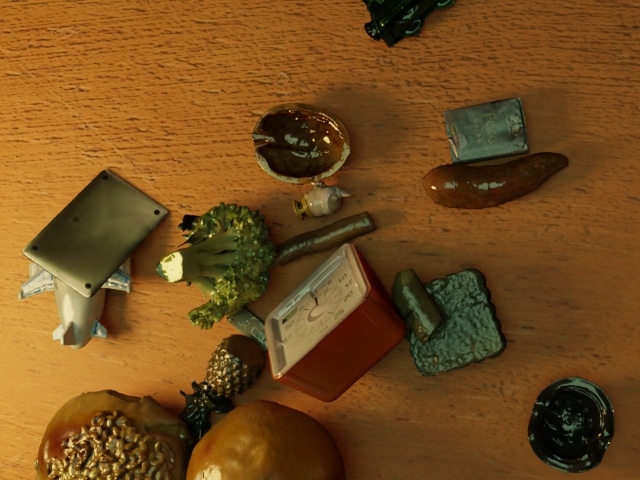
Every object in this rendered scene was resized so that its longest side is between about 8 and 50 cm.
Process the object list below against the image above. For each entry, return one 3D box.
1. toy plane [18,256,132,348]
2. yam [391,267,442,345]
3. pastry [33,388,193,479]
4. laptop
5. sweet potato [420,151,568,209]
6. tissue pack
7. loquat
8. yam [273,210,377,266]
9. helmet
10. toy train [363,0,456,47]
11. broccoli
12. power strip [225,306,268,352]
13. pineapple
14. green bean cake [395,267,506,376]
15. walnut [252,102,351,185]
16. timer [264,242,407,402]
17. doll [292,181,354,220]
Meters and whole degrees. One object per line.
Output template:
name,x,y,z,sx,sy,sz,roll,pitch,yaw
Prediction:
toy plane,-0.527,0.102,2.028,0.267,0.122,0.266,-2,81,13
yam,0.182,0.125,1.796,0.070,0.070,0.146,-34,79,10
pastry,-0.426,0.509,1.913,0.410,0.245,0.409,1,94,22
laptop,-0.478,-0.019,2.002,0.188,0.015,0.269,33,62,11
sweet potato,0.345,-0.114,1.843,0.292,0.097,0.097,-7,86,4
tissue pack,0.331,-0.217,1.865,0.156,0.051,0.112,-10,85,14
loquat,-0.108,0.477,1.814,0.329,0.328,0.328,0,88,14
yam,0.000,0.000,1.940,0.241,0.057,0.056,-20,84,10
helmet,0.476,0.357,1.787,0.153,0.107,0.176,23,75,16
toy train,0.199,-0.545,1.868,0.330,0.138,0.178,-41,75,8
broccoli,-0.233,0.046,1.898,0.247,0.243,0.263,42,113,24
power strip,-0.148,0.180,1.985,0.136,0.019,0.051,38,99,12
pineapple,-0.220,0.313,1.961,0.125,0.125,0.251,39,109,12
green bean cake,0.257,0.161,1.848,0.185,0.094,0.183,-20,83,13
walnut,-0.034,-0.192,1.934,0.211,0.087,0.167,13,85,12
timer,0.016,0.154,1.859,0.257,0.161,0.250,-44,37,11
doll,0.005,-0.092,1.930,0.127,0.073,0.084,-21,80,16
